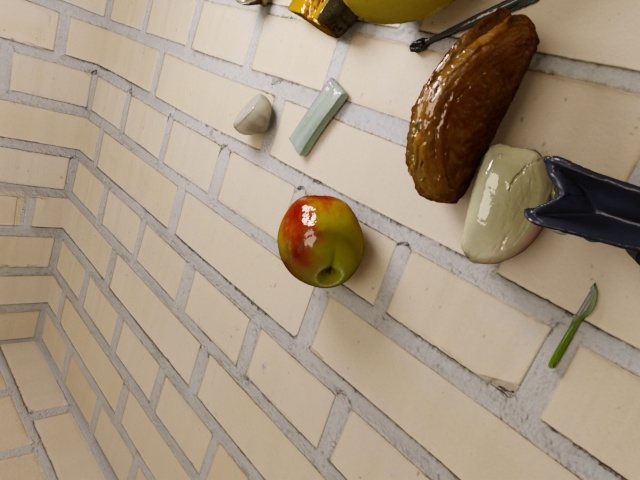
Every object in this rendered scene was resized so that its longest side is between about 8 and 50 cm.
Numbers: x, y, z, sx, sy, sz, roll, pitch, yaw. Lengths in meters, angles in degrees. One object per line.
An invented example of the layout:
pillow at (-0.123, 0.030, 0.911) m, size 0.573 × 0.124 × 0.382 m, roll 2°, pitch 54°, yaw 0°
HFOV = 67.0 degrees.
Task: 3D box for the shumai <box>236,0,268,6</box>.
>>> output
shumai at (-0.196, -0.802, 1.484) m, size 0.210 × 0.161 × 0.152 m, roll 1°, pitch 112°, yaw 20°

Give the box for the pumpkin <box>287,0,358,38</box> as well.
pumpkin at (0.023, -0.623, 1.286) m, size 0.131 × 0.126 × 0.248 m, roll -60°, pitch 36°, yaw 22°

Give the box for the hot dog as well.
hot dog at (0.275, -0.267, 0.959) m, size 0.174 × 0.267 × 0.387 m, roll 24°, pitch 103°, yaw 2°

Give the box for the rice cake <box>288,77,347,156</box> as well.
rice cake at (-0.012, -0.342, 1.350) m, size 0.221 × 0.042 × 0.080 m, roll -51°, pitch 59°, yaw 29°

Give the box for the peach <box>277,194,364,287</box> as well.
peach at (0.000, 0.000, 1.209) m, size 0.231 × 0.231 × 0.230 m, roll -2°, pitch 87°, yaw 42°

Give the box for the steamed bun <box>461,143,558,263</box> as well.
steamed bun at (0.365, -0.062, 0.922) m, size 0.153 × 0.170 × 0.238 m, roll 14°, pitch 97°, yaw 23°

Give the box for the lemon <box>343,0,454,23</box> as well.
lemon at (0.200, -0.635, 0.977) m, size 0.364 × 0.364 × 0.363 m, roll -2°, pitch 87°, yaw 42°

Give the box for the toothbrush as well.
toothbrush at (0.326, -0.476, 1.058) m, size 0.297 × 0.031 × 0.030 m, roll -10°, pitch 108°, yaw 40°

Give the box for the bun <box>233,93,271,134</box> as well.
bun at (-0.196, -0.375, 1.489) m, size 0.138 × 0.094 × 0.138 m, roll -40°, pitch 28°, yaw 26°

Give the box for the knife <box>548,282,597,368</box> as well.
knife at (0.474, 0.163, 0.902) m, size 0.184 × 0.022 × 0.026 m, roll -69°, pitch 24°, yaw 16°

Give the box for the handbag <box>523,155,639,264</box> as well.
handbag at (0.475, -0.019, 0.704) m, size 0.269 × 0.326 × 0.118 m, roll 29°, pitch 110°, yaw 39°
